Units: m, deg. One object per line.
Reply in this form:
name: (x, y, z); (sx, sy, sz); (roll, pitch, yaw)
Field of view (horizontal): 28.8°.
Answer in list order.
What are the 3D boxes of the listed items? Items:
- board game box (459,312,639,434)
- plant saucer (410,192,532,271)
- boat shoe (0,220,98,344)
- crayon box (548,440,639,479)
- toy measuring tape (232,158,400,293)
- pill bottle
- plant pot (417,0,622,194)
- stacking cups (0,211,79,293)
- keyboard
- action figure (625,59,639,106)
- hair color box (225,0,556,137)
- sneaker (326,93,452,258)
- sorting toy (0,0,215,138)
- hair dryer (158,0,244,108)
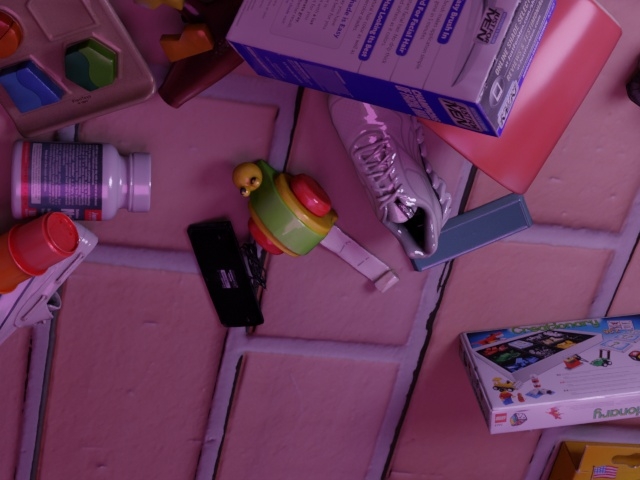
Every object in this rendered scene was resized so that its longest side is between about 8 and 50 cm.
board game box: (0.384, 0.200, 1.917); (0.305, 0.193, 0.053); (-6, 123, -6)
plant saucer: (0.221, -0.010, 1.857); (0.192, 0.018, 0.067); (-23, 124, 4)
boat shoe: (-0.410, 0.077, 1.765); (0.088, 0.096, 0.267); (30, 105, -21)
crayon box: (0.495, 0.457, 2.171); (0.202, 0.081, 0.318); (5, 122, -13)
toy measuring tape: (0.000, 0.000, 1.768); (0.121, 0.121, 0.330); (-41, 120, 17)
pill bottle: (-0.318, -0.079, 1.664); (0.180, 0.108, 0.108); (1, 123, -10)
plant pot: (0.231, -0.233, 1.585); (0.275, 0.275, 0.243); (34, 102, -27)
stacking cups: (-0.459, 0.051, 1.672); (0.316, 0.096, 0.096); (-23, 126, 30)
keyboard: (-0.123, 0.046, 1.834); (0.100, 0.038, 0.192); (-2, 128, 19)
action figure: (0.528, -0.297, 1.676); (0.185, 0.099, 0.285); (17, 115, -10)
hair color box: (0.080, -0.257, 1.461); (0.185, 0.339, 0.110); (-66, 151, -10)
sneaker: (0.097, -0.098, 1.709); (0.110, 0.118, 0.292); (-18, 124, 25)
sorting toy: (-0.303, -0.255, 1.548); (0.307, 0.041, 0.229); (-15, 125, 18)
hair dryer: (-0.167, -0.307, 1.580); (0.224, 0.080, 0.293); (6, 117, 4)
